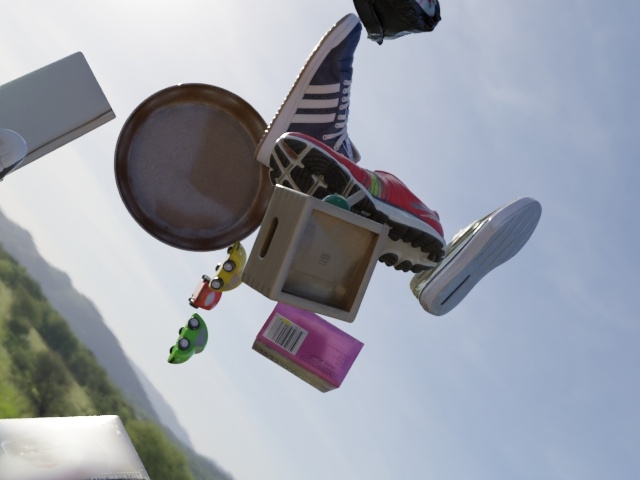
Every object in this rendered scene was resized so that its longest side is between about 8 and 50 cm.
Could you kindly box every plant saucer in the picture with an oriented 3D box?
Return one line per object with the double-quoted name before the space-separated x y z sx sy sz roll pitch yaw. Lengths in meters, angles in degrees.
"plant saucer" -0.227 -0.133 1.428 0.310 0.310 0.050 54 -20 -13

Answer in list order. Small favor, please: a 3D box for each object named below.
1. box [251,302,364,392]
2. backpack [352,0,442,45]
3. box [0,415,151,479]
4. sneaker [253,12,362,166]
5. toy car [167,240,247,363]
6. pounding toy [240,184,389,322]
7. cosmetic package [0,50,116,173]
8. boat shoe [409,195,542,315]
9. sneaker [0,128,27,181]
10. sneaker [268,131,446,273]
"box" -0.037 0.244 1.780 0.213 0.117 0.243 32 -15 0
"backpack" 0.130 -0.461 1.451 0.152 0.115 0.182 -12 -23 29
"box" -0.522 0.491 1.536 0.294 0.296 0.182 30 -68 59
"sneaker" 0.025 -0.205 1.224 0.153 0.282 0.099 35 24 2
"toy car" -0.208 0.132 1.397 0.053 0.225 0.239 31 -34 -13
"pounding toy" 0.000 0.000 0.832 0.130 0.141 0.100 20 2 -33
"cosmetic package" -0.464 -0.146 1.080 0.160 0.309 0.113 -3 -61 49
"boat shoe" 0.293 0.014 1.494 0.094 0.302 0.109 46 -3 46
"sneaker" -0.382 -0.067 0.852 0.061 0.158 0.065 66 9 24
"sneaker" 0.050 -0.059 1.034 0.279 0.118 0.107 34 -54 -19
